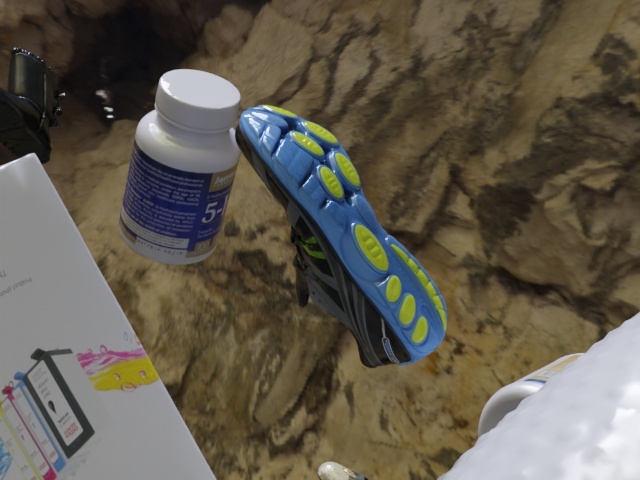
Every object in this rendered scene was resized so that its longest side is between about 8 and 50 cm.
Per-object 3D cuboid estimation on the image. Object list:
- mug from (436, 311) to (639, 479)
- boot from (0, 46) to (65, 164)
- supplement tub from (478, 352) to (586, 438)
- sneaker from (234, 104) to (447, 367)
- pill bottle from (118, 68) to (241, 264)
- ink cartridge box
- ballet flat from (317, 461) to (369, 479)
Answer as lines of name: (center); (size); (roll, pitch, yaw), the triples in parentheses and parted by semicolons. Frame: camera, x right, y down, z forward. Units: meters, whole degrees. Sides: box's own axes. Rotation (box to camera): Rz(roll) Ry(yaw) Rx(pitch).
mug: (0.171, 0.198, 0.492); (0.328, 0.374, 0.276); (-34, -107, -14)
boot: (-0.287, -0.139, 0.948); (0.045, 0.121, 0.099); (-12, -121, 15)
supplement tub: (0.295, 0.215, 1.181); (0.200, 0.144, 0.144); (-14, -79, -47)
sneaker: (0.000, 0.000, 0.618); (0.078, 0.067, 0.188); (-35, -92, 38)
pill bottle: (-0.145, -0.078, 1.056); (0.112, 0.112, 0.186); (13, -57, -7)
ink cartridge box: (-0.201, 0.107, 0.542); (0.171, 0.168, 0.232); (-23, -83, 39)
ballet flat: (0.074, 0.237, 0.871); (0.173, 0.057, 0.049); (32, -77, -6)
